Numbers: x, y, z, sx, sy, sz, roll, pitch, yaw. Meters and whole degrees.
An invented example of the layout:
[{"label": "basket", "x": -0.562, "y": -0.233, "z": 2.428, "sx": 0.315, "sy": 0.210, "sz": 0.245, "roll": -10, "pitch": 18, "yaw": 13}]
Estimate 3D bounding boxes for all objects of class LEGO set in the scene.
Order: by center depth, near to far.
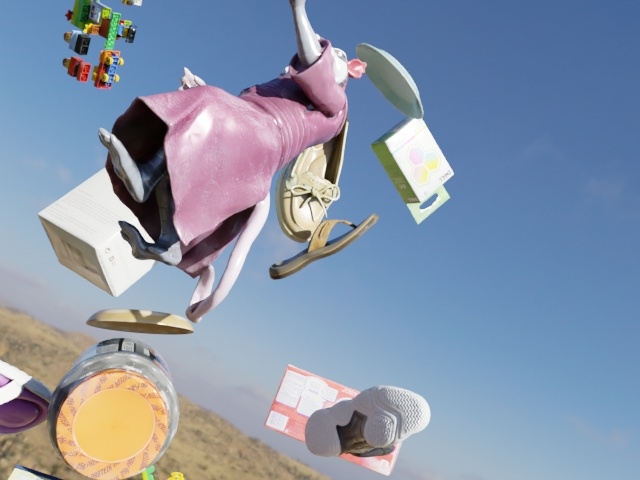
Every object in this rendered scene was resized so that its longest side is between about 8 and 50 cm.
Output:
[{"label": "LEGO set", "x": -0.393, "y": 0.577, "z": 1.653, "sx": 0.093, "sy": 0.227, "sz": 0.087, "roll": -17, "pitch": -8, "yaw": -16}]

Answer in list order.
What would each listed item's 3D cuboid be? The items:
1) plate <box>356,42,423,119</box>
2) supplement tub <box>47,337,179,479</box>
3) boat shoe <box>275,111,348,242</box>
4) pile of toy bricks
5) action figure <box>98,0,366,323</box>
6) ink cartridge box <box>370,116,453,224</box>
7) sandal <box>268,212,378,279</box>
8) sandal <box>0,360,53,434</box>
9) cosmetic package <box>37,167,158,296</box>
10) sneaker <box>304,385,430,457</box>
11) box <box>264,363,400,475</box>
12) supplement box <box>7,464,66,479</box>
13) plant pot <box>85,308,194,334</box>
[{"label": "plate", "x": 0.140, "y": -0.313, "z": 1.295, "sx": 0.188, "sy": 0.024, "sz": 0.188, "roll": 47, "pitch": -2, "yaw": 3}, {"label": "supplement tub", "x": -0.354, "y": 0.286, "z": 1.160, "sx": 0.207, "sy": 0.207, "sz": 0.338, "roll": 29, "pitch": -9, "yaw": -12}, {"label": "boat shoe", "x": -0.012, "y": -0.134, "z": 1.265, "sx": 0.105, "sy": 0.285, "sz": 0.089, "roll": 23, "pitch": -26, "yaw": -29}, {"label": "pile of toy bricks", "x": -0.388, "y": -0.374, "z": 1.134, "sx": 0.105, "sy": 0.212, "sz": 0.118, "roll": 32, "pitch": 23, "yaw": 20}, {"label": "action figure", "x": -0.059, "y": -0.124, "z": 0.769, "sx": 0.275, "sy": 0.370, "sz": 0.248, "roll": 57, "pitch": -31, "yaw": -3}, {"label": "ink cartridge box", "x": 0.208, "y": -0.148, "z": 1.412, "sx": 0.209, "sy": 0.109, "sz": 0.062, "roll": 57, "pitch": -22, "yaw": -16}, {"label": "sandal", "x": 0.000, "y": 0.000, "z": 1.183, "sx": 0.060, "sy": 0.219, "sz": 0.090, "roll": 64, "pitch": 9, "yaw": -4}, {"label": "sandal", "x": -0.572, "y": 0.272, "z": 1.094, "sx": 0.102, "sy": 0.169, "sz": 0.416, "roll": 54, "pitch": 4, "yaw": 26}, {"label": "cosmetic package", "x": -0.388, "y": -0.074, "z": 1.452, "sx": 0.197, "sy": 0.365, "sz": 0.155, "roll": 26, "pitch": -39, "yaw": 29}, {"label": "sneaker", "x": 0.109, "y": 0.329, "z": 1.203, "sx": 0.269, "sy": 0.101, "sz": 0.153, "roll": -26, "pitch": -31, "yaw": 37}, {"label": "box", "x": 0.043, "y": 0.414, "z": 1.540, "sx": 0.300, "sy": 0.154, "sz": 0.142, "roll": 17, "pitch": -15, "yaw": 14}, {"label": "supplement box", "x": -0.446, "y": 0.403, "z": 1.016, "sx": 0.083, "sy": 0.056, "sz": 0.083, "roll": 21, "pitch": 28, "yaw": -7}, {"label": "plant pot", "x": -0.402, "y": 0.183, "z": 1.501, "sx": 0.236, "sy": 0.032, "sz": 0.236, "roll": 4, "pitch": -14, "yaw": 1}]
